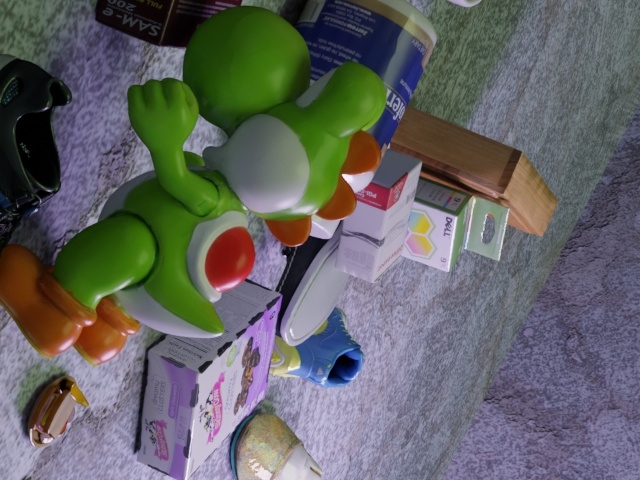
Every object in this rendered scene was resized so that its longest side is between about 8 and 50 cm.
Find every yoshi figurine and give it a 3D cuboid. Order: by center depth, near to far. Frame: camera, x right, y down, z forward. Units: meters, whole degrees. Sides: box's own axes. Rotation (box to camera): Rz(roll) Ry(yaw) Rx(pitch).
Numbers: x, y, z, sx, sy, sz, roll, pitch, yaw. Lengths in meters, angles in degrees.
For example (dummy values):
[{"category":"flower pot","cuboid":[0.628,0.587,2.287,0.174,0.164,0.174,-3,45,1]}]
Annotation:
[{"category":"yoshi figurine","cuboid":[-0.120,-0.064,1.212,0.362,0.203,0.203,-37,122,6]}]

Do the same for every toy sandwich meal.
[{"category":"toy sandwich meal","cuboid":[-0.256,0.169,1.380,0.085,0.029,0.085,-54,157,-35]}]

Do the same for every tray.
[{"category":"tray","cuboid":[0.233,-0.100,2.158,0.076,0.203,0.411,-66,162,-2]}]

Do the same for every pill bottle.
[{"category":"pill bottle","cuboid":[0.011,-0.146,1.568,0.265,0.153,0.153,-65,161,-7]}]

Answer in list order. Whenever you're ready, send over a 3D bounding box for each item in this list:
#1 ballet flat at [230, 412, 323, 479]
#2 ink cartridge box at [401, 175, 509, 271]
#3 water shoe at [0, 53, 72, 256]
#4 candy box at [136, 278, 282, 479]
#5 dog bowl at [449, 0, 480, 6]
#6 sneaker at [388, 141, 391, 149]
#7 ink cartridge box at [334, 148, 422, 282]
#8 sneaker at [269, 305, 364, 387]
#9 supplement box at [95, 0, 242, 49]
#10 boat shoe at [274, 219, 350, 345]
[{"category":"ballet flat","cuboid":[-0.046,0.356,2.047,0.123,0.123,0.348,-58,159,-27]},{"category":"ink cartridge box","cuboid":[0.156,-0.026,2.016,0.062,0.209,0.109,-53,156,-43]},{"category":"water shoe","cuboid":[-0.246,-0.039,1.087,0.073,0.080,0.203,-33,141,-59]},{"category":"candy box","cuboid":[-0.130,0.160,1.656,0.196,0.070,0.165,-43,150,-52]},{"category":"dog bowl","cuboid":[0.184,-0.438,1.789,0.265,0.104,0.265,-55,158,-34]},{"category":"sneaker","cuboid":[0.019,-0.144,1.699,0.235,0.094,0.153,-36,137,-46]},{"category":"ink cartridge box","cuboid":[0.070,-0.031,1.726,0.099,0.056,0.135,-42,148,-55]},{"category":"sneaker","cuboid":[0.012,0.156,1.959,0.240,0.126,0.091,-25,134,-63]},{"category":"supplement box","cuboid":[-0.102,-0.287,1.216,0.130,0.073,0.239,-9,119,-68]},{"category":"boat shoe","cuboid":[0.000,0.000,1.799,0.302,0.091,0.114,-57,156,-32]}]
